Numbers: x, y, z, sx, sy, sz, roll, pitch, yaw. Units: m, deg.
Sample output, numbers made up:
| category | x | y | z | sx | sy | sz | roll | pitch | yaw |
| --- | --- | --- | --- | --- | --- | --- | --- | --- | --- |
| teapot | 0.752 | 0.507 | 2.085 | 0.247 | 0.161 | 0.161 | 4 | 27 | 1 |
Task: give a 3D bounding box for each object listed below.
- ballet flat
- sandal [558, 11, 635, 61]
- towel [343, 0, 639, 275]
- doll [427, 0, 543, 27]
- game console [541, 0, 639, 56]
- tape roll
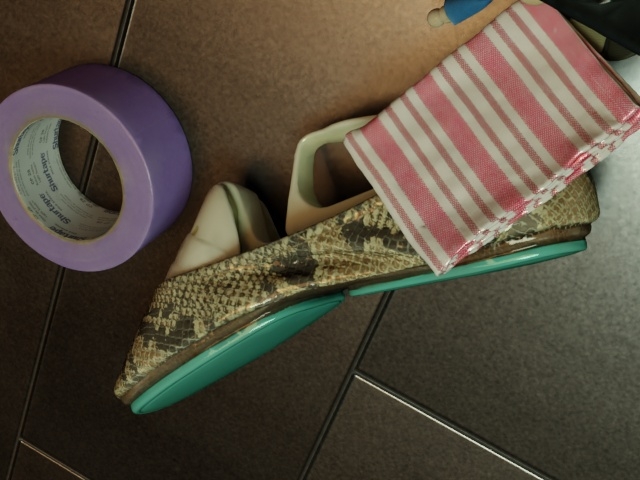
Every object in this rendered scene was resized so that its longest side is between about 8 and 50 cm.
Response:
| category | x | y | z | sx | sy | sz | roll | pitch | yaw |
| --- | --- | --- | --- | --- | --- | --- | --- | --- | --- |
| ballet flat | 0.000 | 0.000 | 0.932 | 0.483 | 0.164 | 0.182 | -23 | 81 | 25 |
| sandal | 0.237 | -0.256 | 0.717 | 0.120 | 0.086 | 0.303 | 46 | 142 | 34 |
| towel | 0.125 | -0.085 | 0.791 | 0.197 | 0.029 | 0.144 | -38 | 63 | 8 |
| doll | 0.100 | -0.225 | 0.807 | 0.189 | 0.046 | 0.129 | 29 | 123 | 24 |
| game console | 0.362 | -0.216 | 0.638 | 0.386 | 0.060 | 0.342 | 25 | 126 | -14 |
| tape roll | -0.226 | -0.071 | 1.022 | 0.189 | 0.080 | 0.189 | 10 | 116 | 20 |
